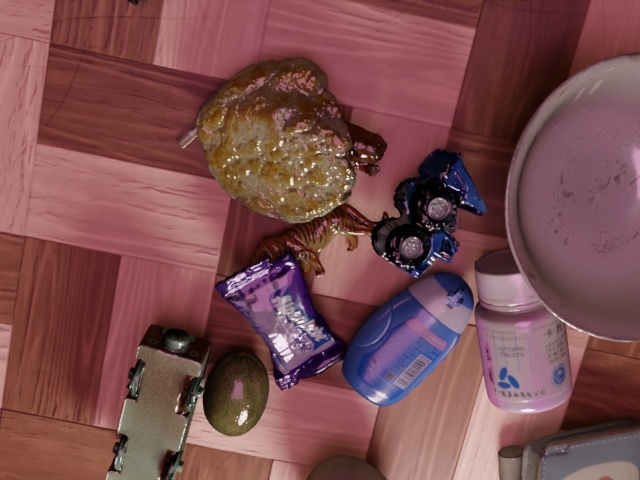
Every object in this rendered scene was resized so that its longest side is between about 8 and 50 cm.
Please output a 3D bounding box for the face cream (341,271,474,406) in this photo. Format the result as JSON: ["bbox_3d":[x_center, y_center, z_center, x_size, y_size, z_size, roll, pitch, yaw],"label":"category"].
[{"bbox_3d":[0.156,0.162,1.741,0.149,0.083,0.264,39,103,-15],"label":"face cream"}]

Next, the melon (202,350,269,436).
[{"bbox_3d":[-0.148,0.270,1.757,0.114,0.114,0.167,12,117,-4],"label":"melon"}]

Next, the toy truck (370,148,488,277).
[{"bbox_3d":[0.184,-0.041,1.645,0.126,0.113,0.208,30,92,-18],"label":"toy truck"}]

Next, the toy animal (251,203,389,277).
[{"bbox_3d":[0.000,0.000,1.703,0.241,0.057,0.099,-30,105,9],"label":"toy animal"}]

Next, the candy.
[{"bbox_3d":[-0.061,0.140,1.727,0.145,0.070,0.275,-26,122,4],"label":"candy"}]

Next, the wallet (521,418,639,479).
[{"bbox_3d":[0.466,0.501,1.837,0.252,0.083,0.360,-5,108,-18],"label":"wallet"}]

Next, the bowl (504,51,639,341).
[{"bbox_3d":[0.462,-0.073,1.593,0.435,0.196,0.434,-1,97,-10],"label":"bowl"}]

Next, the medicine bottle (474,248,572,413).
[{"bbox_3d":[0.339,0.150,1.703,0.152,0.152,0.254,-10,109,3],"label":"medicine bottle"}]

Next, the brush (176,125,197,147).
[{"bbox_3d":[-0.203,-0.183,1.668,0.084,0.013,0.016,-38,106,12],"label":"brush"}]

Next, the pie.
[{"bbox_3d":[-0.059,-0.153,1.632,0.257,0.105,0.274,-38,103,19],"label":"pie"}]

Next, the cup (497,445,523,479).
[{"bbox_3d":[0.360,0.422,1.837,0.075,0.054,0.083,-2,107,25],"label":"cup"}]

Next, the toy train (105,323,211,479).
[{"bbox_3d":[-0.273,0.286,1.741,0.129,0.159,0.326,15,110,-3],"label":"toy train"}]

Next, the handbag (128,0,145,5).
[{"bbox_3d":[-0.189,-0.538,1.486,0.325,0.162,0.327,-11,115,6],"label":"handbag"}]

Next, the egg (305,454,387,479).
[{"bbox_3d":[0.051,0.496,1.792,0.187,0.186,0.253,-11,106,3],"label":"egg"}]
